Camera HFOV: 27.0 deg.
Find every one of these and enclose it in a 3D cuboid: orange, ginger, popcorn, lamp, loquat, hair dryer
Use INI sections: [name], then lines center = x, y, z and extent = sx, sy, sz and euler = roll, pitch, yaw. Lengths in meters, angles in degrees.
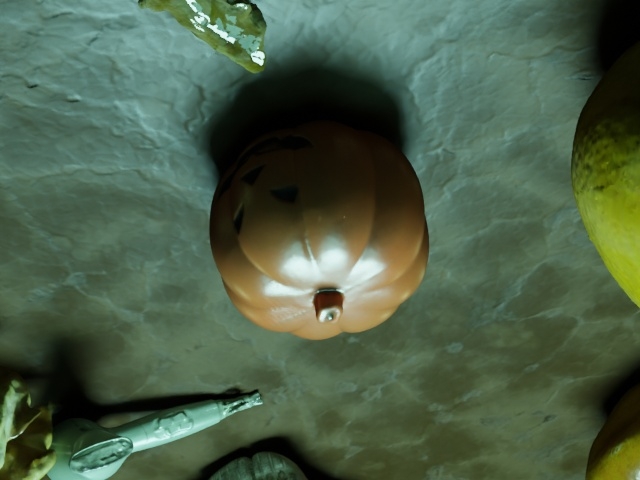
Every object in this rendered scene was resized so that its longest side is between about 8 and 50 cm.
[orange]
center = 0.403, 0.239, 1.478
extent = 0.248, 0.183, 0.249
euler = -18, 137, -17
[ginger]
center = -0.087, -0.175, 0.971
extent = 0.057, 0.044, 0.137
euler = -4, 147, 46
[popcorn]
center = -0.372, 0.201, 1.281
extent = 0.253, 0.191, 0.190
euler = -37, 103, 27
[lamp]
center = 0.000, 0.000, 1.108
extent = 0.187, 0.164, 0.188
euler = -3, 141, -3
[loquat]
center = 0.328, -0.049, 1.040
extent = 0.274, 0.275, 0.275
euler = -5, 142, -4
[hair dryer]
center = -0.161, 0.195, 1.371
extent = 0.237, 0.075, 0.206
euler = -15, 177, -22

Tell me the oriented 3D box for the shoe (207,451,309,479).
[shoe]
center = -0.106, 0.394, 1.579
extent = 0.351, 0.172, 0.198
euler = -30, 140, 27
